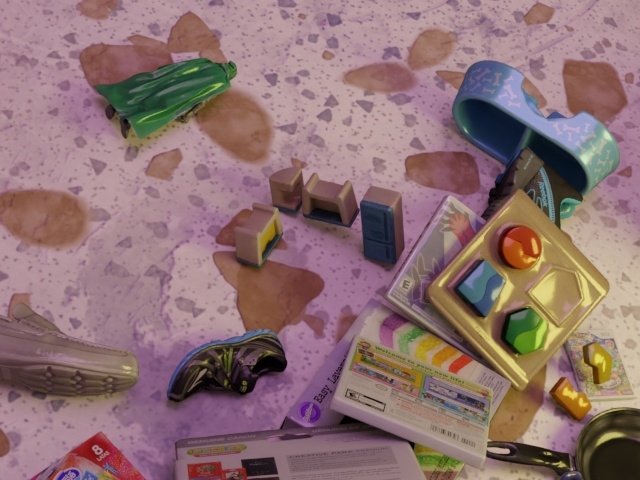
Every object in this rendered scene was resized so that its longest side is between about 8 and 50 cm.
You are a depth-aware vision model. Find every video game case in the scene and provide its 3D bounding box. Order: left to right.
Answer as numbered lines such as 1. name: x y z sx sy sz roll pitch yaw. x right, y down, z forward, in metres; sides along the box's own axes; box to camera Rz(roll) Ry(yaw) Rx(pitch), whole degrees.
1. video game case: 0.127 0.214 1.823 0.212 0.023 0.193 22 24 2
2. video game case: 0.218 0.063 1.984 0.201 0.023 0.183 35 76 -11
3. video game case: 0.424 0.190 2.069 0.087 0.011 0.122 -1 54 -16

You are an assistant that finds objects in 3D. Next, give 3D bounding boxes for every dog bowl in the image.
1. dog bowl: 0.347 -0.177 2.238 0.297 0.166 0.074 34 64 11

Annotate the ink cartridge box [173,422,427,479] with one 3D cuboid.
1. ink cartridge box: -0.025 0.345 1.690 0.310 0.130 0.272 -4 18 -6

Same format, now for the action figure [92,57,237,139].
1. action figure: -0.230 -0.238 2.178 0.232 0.063 0.137 -26 62 -26

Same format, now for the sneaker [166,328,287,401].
1. sneaker: -0.128 0.181 1.886 0.188 0.067 0.078 -18 54 -30

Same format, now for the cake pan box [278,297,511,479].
1. cake pan box: 0.105 0.241 1.907 0.246 0.070 0.267 31 52 11

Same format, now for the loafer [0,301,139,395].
1. loafer: -0.399 0.136 1.817 0.320 0.112 0.111 11 60 -7

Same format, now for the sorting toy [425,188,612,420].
1. sorting toy: 0.326 0.105 1.981 0.307 0.041 0.229 45 74 -9

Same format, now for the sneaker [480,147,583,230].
1. sneaker: 0.305 -0.003 2.111 0.140 0.125 0.341 34 56 1

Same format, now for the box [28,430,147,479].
1. box: -0.273 0.354 1.592 0.123 0.257 0.128 -35 69 -32

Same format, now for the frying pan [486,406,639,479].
1. frying pan: 0.397 0.344 1.920 0.326 0.053 0.197 -12 58 -21

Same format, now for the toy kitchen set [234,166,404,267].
1. toy kitchen set: 0.000 0.000 2.052 0.207 0.122 0.166 15 49 22

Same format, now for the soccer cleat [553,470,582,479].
1. soccer cleat: 0.365 0.428 1.766 0.093 0.121 0.289 8 36 -34
